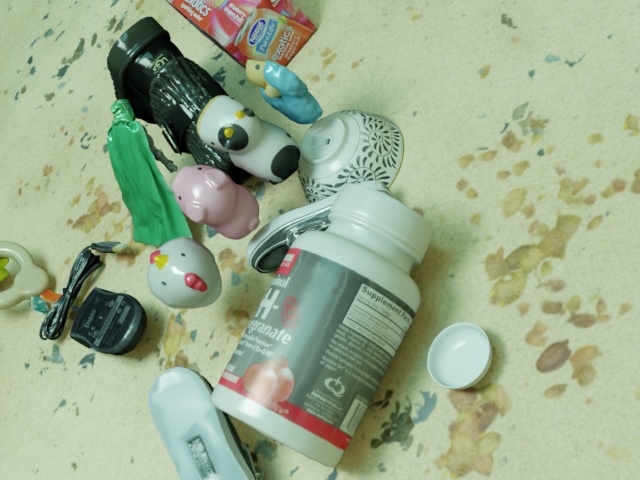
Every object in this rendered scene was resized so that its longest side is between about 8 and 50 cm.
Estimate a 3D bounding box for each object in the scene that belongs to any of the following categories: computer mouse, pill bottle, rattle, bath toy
[{"bbox_3d":[-0.322,0.092,1.732,0.262,0.060,0.184,3,65,48],"label":"computer mouse"},{"bbox_3d":[0.013,0.098,1.366,0.176,0.176,0.318,18,76,44],"label":"pill bottle"},{"bbox_3d":[-0.508,0.094,1.892,0.199,0.143,0.130,19,44,6],"label":"rattle"},{"bbox_3d":[-0.127,-0.067,1.486,0.348,0.151,0.129,-62,12,-3],"label":"bath toy"}]

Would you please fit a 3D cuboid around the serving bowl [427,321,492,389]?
[{"bbox_3d":[0.169,0.140,1.319,0.083,0.027,0.083,-19,54,28],"label":"serving bowl"}]

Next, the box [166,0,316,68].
[{"bbox_3d":[-0.140,-0.378,1.823,0.128,0.122,0.257,-48,44,3],"label":"box"}]

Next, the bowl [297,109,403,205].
[{"bbox_3d":[0.024,-0.124,1.564,0.170,0.080,0.170,-20,52,28],"label":"bowl"}]

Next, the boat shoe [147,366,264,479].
[{"bbox_3d":[-0.128,0.307,1.401,0.113,0.105,0.306,-30,72,7],"label":"boat shoe"}]

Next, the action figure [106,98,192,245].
[{"bbox_3d":[-0.268,-0.104,1.694,0.137,0.232,0.063,0,27,36],"label":"action figure"}]

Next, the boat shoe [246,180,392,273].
[{"bbox_3d":[0.000,0.000,1.515,0.228,0.080,0.076,-24,49,17],"label":"boat shoe"}]

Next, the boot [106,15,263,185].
[{"bbox_3d":[-0.192,-0.187,1.730,0.260,0.348,0.131,43,88,3],"label":"boot"}]
